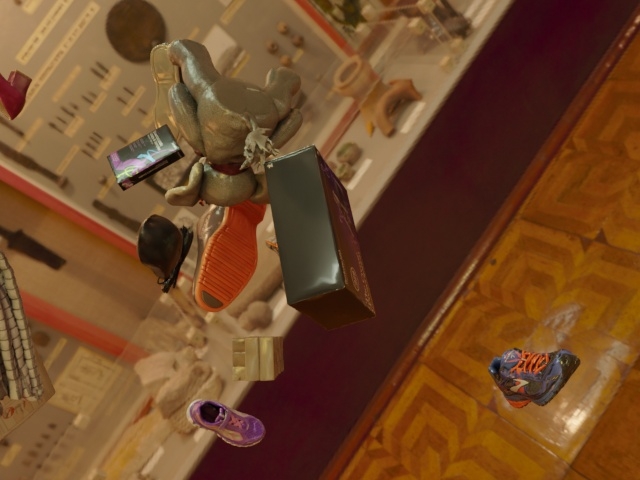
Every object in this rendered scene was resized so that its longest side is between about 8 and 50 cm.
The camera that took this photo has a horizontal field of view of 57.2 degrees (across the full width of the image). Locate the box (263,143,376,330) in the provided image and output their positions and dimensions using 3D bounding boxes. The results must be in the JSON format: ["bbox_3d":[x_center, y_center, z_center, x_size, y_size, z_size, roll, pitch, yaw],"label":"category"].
[{"bbox_3d":[0.000,0.000,1.001,0.103,0.184,0.262,-19,64,16],"label":"box"}]

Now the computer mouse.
[{"bbox_3d":[-0.364,0.021,1.428,0.072,0.272,0.189,13,75,7],"label":"computer mouse"}]

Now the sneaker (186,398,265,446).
[{"bbox_3d":[-0.269,0.520,1.689,0.105,0.236,0.095,122,169,-57],"label":"sneaker"}]

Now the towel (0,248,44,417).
[{"bbox_3d":[-0.563,0.124,0.887,0.234,0.284,0.121,10,24,30],"label":"towel"}]

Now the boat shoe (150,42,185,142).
[{"bbox_3d":[-0.387,-0.379,1.520,0.095,0.255,0.079,1,24,12],"label":"boat shoe"}]

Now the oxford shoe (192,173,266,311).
[{"bbox_3d":[-0.222,0.010,1.331,0.132,0.130,0.364,-19,41,36],"label":"oxford shoe"}]

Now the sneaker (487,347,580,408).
[{"bbox_3d":[0.332,0.213,0.945,0.083,0.087,0.221,-43,-10,-24],"label":"sneaker"}]

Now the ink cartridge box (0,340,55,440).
[{"bbox_3d":[-0.812,0.354,1.295,0.091,0.308,0.385,18,41,27],"label":"ink cartridge box"}]

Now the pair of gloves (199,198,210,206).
[{"bbox_3d":[-0.308,-0.113,1.554,0.010,0.083,0.074,-23,64,11],"label":"pair of gloves"}]

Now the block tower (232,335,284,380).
[{"bbox_3d":[-0.139,0.268,1.366,0.335,0.090,0.097,93,176,-79],"label":"block tower"}]

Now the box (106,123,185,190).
[{"bbox_3d":[-0.404,-0.195,1.356,0.162,0.029,0.116,-30,51,-8],"label":"box"}]

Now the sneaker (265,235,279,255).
[{"bbox_3d":[-0.073,0.039,1.642,0.214,0.083,0.084,21,33,36],"label":"sneaker"}]

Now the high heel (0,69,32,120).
[{"bbox_3d":[-0.827,-0.392,1.406,0.082,0.244,0.117,9,76,40],"label":"high heel"}]

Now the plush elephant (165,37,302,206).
[{"bbox_3d":[-0.177,-0.184,1.157,0.255,0.271,0.330,-59,36,42],"label":"plush elephant"}]
